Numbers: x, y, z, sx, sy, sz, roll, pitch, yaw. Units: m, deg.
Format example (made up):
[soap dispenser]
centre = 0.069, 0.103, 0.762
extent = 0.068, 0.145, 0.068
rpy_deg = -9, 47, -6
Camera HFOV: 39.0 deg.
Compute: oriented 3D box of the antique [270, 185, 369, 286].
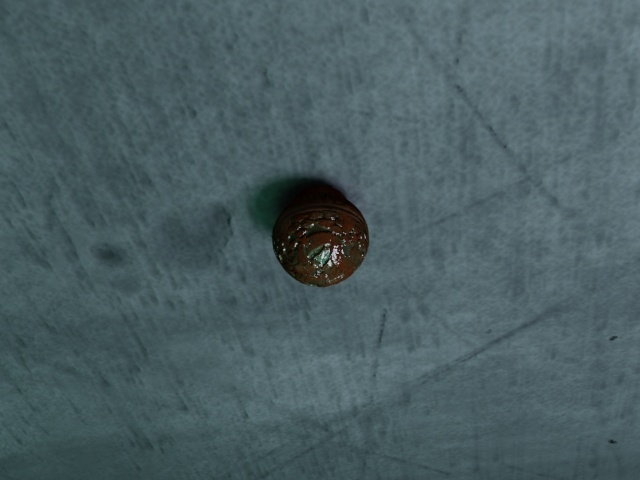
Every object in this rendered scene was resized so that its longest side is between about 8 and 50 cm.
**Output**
[antique]
centre = 0.000, 0.000, 0.912
extent = 0.104, 0.104, 0.104
rpy_deg = -2, 140, -1
